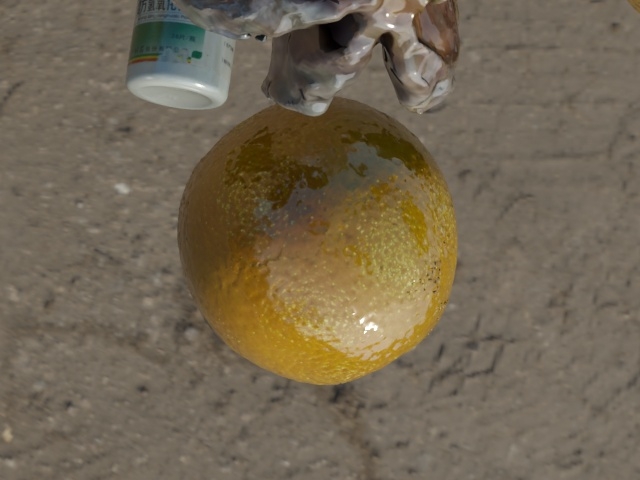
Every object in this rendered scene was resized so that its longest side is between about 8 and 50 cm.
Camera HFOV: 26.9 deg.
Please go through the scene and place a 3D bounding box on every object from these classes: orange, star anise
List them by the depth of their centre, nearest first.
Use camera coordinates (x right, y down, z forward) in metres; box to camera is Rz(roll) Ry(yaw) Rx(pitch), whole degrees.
[{"bbox_3d":[0.016,-0.113,0.571,0.171,0.208,0.063,5,62,-20],"label":"star anise"},{"bbox_3d":[0.000,0.000,1.271,0.274,0.274,0.274,-4,98,-32],"label":"orange"}]

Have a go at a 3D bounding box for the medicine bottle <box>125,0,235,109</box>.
[{"bbox_3d":[-0.103,-0.173,1.035,0.080,0.080,0.130,13,80,-33],"label":"medicine bottle"}]

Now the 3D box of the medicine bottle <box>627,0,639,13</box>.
[{"bbox_3d":[0.359,-0.385,1.383,0.384,0.224,0.224,31,78,-52],"label":"medicine bottle"}]
